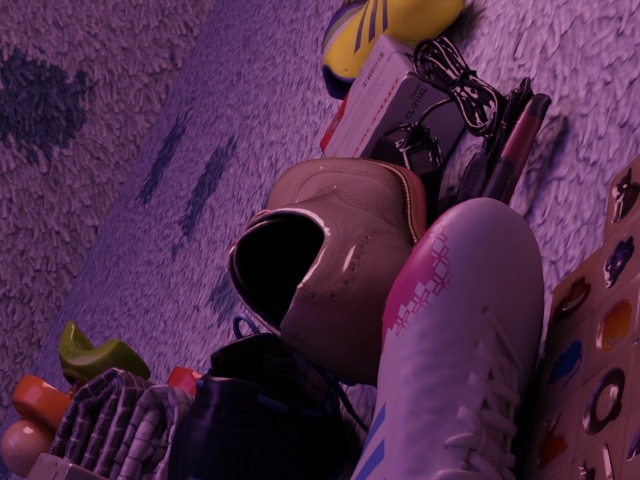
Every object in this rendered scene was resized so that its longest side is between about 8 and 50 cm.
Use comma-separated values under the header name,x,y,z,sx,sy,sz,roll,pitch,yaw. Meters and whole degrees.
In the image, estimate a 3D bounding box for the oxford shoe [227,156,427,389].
name,x,y,z,sx,sy,sz,roll,pitch,yaw
oxford shoe,0.000,0.000,1.445,0.397,0.146,0.140,-134,64,-70

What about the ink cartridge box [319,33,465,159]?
name,x,y,z,sx,sy,sz,roll,pitch,yaw
ink cartridge box,0.067,-0.104,1.709,0.127,0.072,0.175,-60,14,12

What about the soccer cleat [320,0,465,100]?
name,x,y,z,sx,sy,sz,roll,pitch,yaw
soccer cleat,0.070,-0.198,1.861,0.289,0.093,0.121,168,117,-74

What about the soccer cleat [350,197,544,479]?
name,x,y,z,sx,sy,sz,roll,pitch,yaw
soccer cleat,0.086,0.133,1.167,0.143,0.116,0.331,3,71,63

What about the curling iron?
name,x,y,z,sx,sy,sz,roll,pitch,yaw
curling iron,0.118,0.008,1.409,0.068,0.035,0.274,62,-132,-81

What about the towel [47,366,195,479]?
name,x,y,z,sx,sy,sz,roll,pitch,yaw
towel,-0.166,0.265,1.587,0.284,0.121,0.235,-68,-22,-11

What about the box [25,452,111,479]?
name,x,y,z,sx,sy,sz,roll,pitch,yaw
box,-0.122,0.262,1.388,0.127,0.232,0.148,-66,14,-10

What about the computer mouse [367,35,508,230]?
name,x,y,z,sx,sy,sz,roll,pitch,yaw
computer mouse,0.087,-0.027,1.555,0.262,0.060,0.184,-63,30,12

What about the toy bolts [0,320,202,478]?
name,x,y,z,sx,sy,sz,roll,pitch,yaw
toy bolts,-0.183,0.214,1.834,0.228,0.218,0.158,15,61,44

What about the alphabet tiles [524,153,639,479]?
name,x,y,z,sx,sy,sz,roll,pitch,yaw
alphabet tiles,0.202,0.046,1.074,0.285,0.011,0.342,-49,20,47

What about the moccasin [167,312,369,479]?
name,x,y,z,sx,sy,sz,roll,pitch,yaw
moccasin,-0.030,0.127,1.428,0.342,0.137,0.117,-62,-20,-83
